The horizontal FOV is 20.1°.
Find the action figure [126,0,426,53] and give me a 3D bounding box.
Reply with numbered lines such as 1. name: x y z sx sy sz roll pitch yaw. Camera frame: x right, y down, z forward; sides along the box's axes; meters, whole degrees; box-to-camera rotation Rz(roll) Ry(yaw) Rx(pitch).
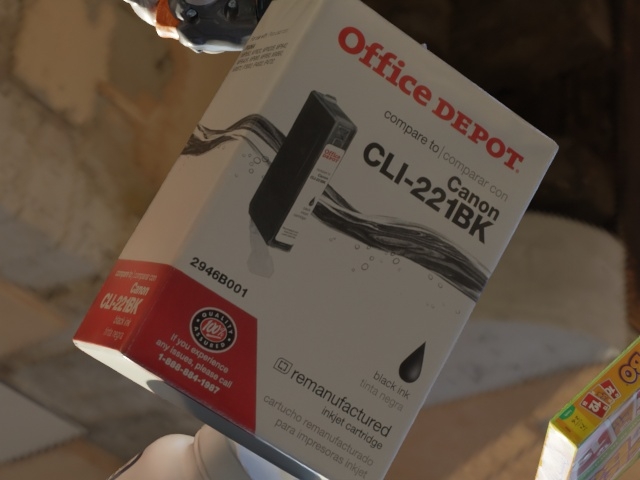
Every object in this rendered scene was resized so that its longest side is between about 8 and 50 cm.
1. action figure: -0.070 -0.288 1.983 0.330 0.341 0.178 3 -119 18

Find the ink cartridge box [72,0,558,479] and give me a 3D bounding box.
1. ink cartridge box: 0.000 0.000 1.171 0.273 0.197 0.114 -61 -159 -12

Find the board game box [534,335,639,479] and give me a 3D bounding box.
1. board game box: 0.218 0.156 1.403 0.124 0.259 0.039 -40 -108 -17

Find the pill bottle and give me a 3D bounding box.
1. pill bottle: -0.106 0.203 1.272 0.187 0.112 0.112 -39 -139 20
